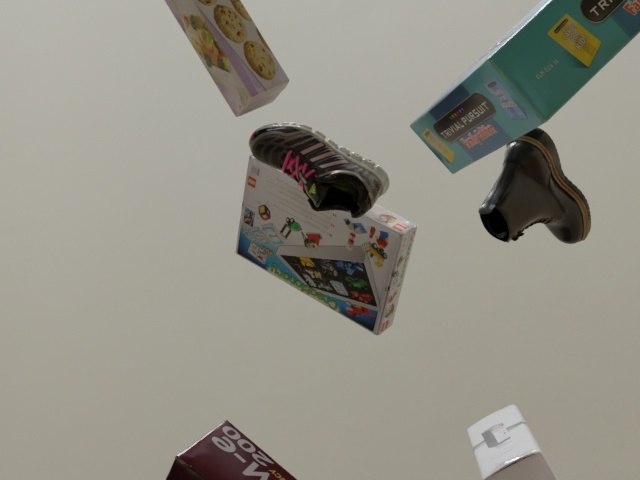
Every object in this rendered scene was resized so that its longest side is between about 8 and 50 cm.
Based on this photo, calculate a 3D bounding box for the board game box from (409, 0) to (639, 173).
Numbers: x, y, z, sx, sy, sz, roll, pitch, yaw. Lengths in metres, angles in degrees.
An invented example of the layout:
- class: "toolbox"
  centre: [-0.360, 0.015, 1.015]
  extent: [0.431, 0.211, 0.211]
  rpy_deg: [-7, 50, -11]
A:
- class: "board game box"
  centre: [0.262, -0.225, 0.951]
  extent: [0.336, 0.254, 0.079]
  rpy_deg: [-43, -88, -12]

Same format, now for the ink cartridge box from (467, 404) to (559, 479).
- class: "ink cartridge box"
  centre: [0.291, 0.345, 1.337]
  extent: [0.092, 0.218, 0.158]
  rpy_deg: [-29, -86, 7]

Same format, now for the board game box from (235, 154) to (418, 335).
- class: "board game box"
  centre: [0.000, 0.000, 1.525]
  extent: [0.305, 0.192, 0.053]
  rpy_deg: [29, -145, 26]

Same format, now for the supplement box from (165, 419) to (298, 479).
- class: "supplement box"
  centre: [-0.095, 0.287, 0.827]
  extent: [0.130, 0.239, 0.073]
  rpy_deg: [37, -145, 15]

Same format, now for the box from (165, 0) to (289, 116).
- class: "box"
  centre: [-0.155, -0.313, 1.203]
  extent: [0.067, 0.063, 0.324]
  rpy_deg: [-27, -96, -31]

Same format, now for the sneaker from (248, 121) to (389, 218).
- class: "sneaker"
  centre: [-0.007, -0.077, 1.074]
  extent: [0.170, 0.063, 0.074]
  rpy_deg: [24, -135, -2]

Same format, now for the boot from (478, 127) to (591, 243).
- class: "boot"
  centre: [0.261, -0.028, 1.175]
  extent: [0.077, 0.198, 0.137]
  rpy_deg: [2, -128, 47]
